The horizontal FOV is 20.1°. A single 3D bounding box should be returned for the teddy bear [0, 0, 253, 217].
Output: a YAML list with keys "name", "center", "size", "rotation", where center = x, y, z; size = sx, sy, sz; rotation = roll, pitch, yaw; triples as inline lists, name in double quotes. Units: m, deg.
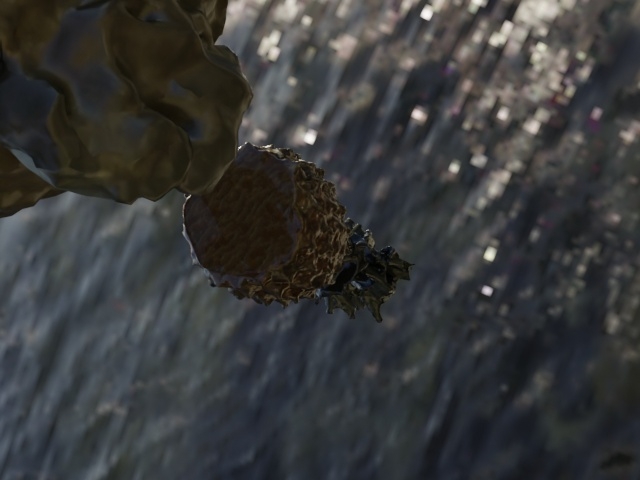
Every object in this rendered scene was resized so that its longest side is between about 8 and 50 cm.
- name: "teddy bear"
  center: [-0.145, -0.061, 0.443]
  size: [0.156, 0.256, 0.267]
  rotation: [91, 167, -56]

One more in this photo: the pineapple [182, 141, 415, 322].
- name: "pineapple"
  center: [0.000, 0.000, 0.654]
  size: [0.058, 0.124, 0.058]
  rotation: [-4, 82, 26]
